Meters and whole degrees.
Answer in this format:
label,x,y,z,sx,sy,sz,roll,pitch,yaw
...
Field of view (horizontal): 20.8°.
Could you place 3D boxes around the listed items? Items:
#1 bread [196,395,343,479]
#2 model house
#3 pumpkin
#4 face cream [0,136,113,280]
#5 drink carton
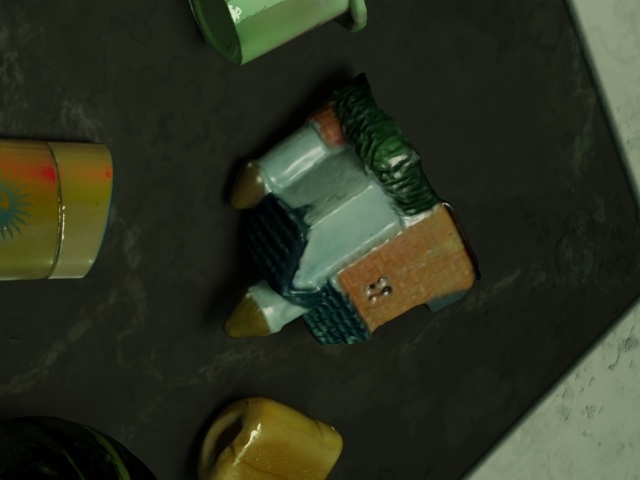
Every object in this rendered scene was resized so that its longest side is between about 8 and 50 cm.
label,x,y,z,sx,sy,sz,roll,pitch,yaw
bread,-0.065,0.248,2.008,0.173,0.085,0.134,32,89,-45
model house,0.000,0.000,1.925,0.291,0.184,0.253,-35,135,-8
pumpkin,-0.295,0.334,1.735,0.323,0.241,0.323,-25,129,-36
face cream,-0.324,-0.030,1.672,0.285,0.067,0.139,-1,89,-41
drink carton,-0.053,-0.255,1.779,0.142,0.146,0.144,-31,125,-18
